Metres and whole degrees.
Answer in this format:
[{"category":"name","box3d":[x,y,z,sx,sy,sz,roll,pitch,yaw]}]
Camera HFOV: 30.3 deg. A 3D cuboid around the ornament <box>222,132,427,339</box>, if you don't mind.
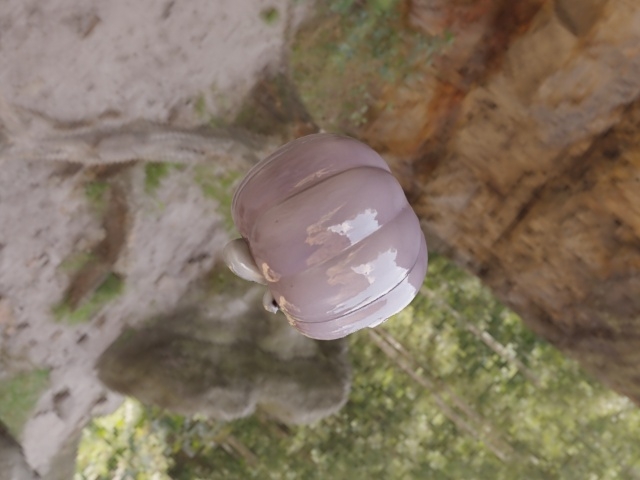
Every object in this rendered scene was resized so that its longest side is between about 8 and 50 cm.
[{"category":"ornament","box3d":[0.000,0.000,1.018,0.177,0.177,0.177,-46,167,-14]}]
